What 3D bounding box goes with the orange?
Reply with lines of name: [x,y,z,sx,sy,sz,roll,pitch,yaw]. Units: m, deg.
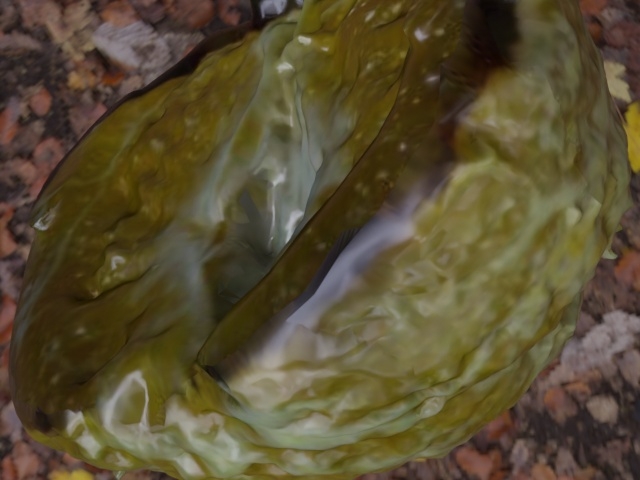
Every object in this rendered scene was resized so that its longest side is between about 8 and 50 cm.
orange: [0.003,0.009,0.680,0.369,0.271,0.210,-19,128,40]
